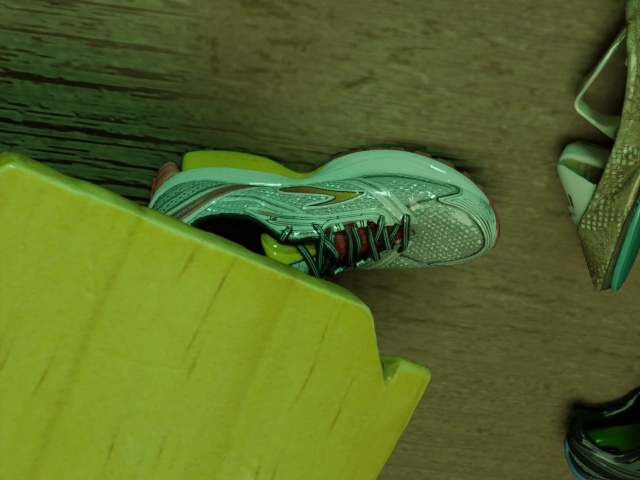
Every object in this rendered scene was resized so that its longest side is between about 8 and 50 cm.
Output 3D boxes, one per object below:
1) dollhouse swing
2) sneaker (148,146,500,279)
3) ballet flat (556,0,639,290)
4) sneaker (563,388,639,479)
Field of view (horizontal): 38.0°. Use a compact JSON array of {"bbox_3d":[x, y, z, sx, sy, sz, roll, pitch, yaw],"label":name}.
[{"bbox_3d":[-0.187,0.088,0.614,0.347,0.305,0.315,24,99,-29],"label":"dollhouse swing"},{"bbox_3d":[0.000,0.000,0.588,0.225,0.092,0.088,-1,129,3],"label":"sneaker"},{"bbox_3d":[0.182,-0.060,0.559,0.067,0.073,0.206,24,129,19],"label":"ballet flat"},{"bbox_3d":[0.282,0.149,0.710,0.188,0.067,0.078,-10,134,15],"label":"sneaker"}]
